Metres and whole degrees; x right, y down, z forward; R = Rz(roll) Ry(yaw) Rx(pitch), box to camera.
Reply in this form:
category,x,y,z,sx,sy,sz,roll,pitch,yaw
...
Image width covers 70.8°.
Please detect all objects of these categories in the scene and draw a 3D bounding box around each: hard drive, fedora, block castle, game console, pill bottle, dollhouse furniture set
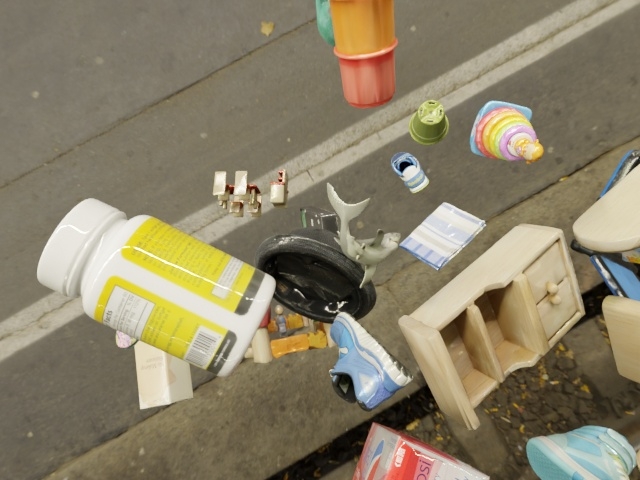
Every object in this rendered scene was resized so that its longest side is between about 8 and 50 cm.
category,x,y,z,sx,sy,sz,roll,pitch,yaw
hard drive,0.000,0.000,1.680,0.064,0.339,0.236,-9,100,-14
fedora,-0.002,0.071,1.191,0.334,0.334,0.152,22,47,2
block castle,-0.119,0.222,1.456,0.303,0.453,0.212,-9,91,-13
game console,0.552,0.026,0.732,0.173,0.293,0.250,36,107,43
pill bottle,-0.163,0.047,0.469,0.208,0.119,0.119,28,86,-8
dollhouse furniture set,-0.255,-0.191,1.702,0.259,0.262,0.135,0,75,5
dollhouse furniture set,0.321,0.135,0.488,0.256,0.394,0.362,-36,114,-17

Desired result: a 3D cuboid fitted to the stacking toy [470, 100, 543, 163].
category,x,y,z,sx,sy,sz,roll,pitch,yaw
stacking toy,0.567,-0.290,1.316,0.166,0.302,0.175,9,117,-5

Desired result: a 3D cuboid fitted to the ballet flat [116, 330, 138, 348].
category,x,y,z,sx,sy,sz,roll,pitch,yaw
ballet flat,-0.471,0.174,1.165,0.077,0.221,0.079,2,127,10

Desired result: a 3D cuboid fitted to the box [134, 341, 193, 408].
category,x,y,z,sx,sy,sz,roll,pitch,yaw
box,-0.565,0.427,1.612,0.148,0.121,0.311,-19,74,20

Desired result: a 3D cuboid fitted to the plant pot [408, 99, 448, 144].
category,x,y,z,sx,sy,sz,roll,pitch,yaw
plant pot,0.224,-0.248,0.923,0.083,0.079,0.083,-1,84,11

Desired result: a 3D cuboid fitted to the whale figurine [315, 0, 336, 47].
category,x,y,z,sx,sy,sz,roll,pitch,yaw
whale figurine,0.037,-0.652,1.254,0.141,0.216,0.272,-38,76,31

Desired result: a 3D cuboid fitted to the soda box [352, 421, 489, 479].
category,x,y,z,sx,sy,sz,roll,pitch,yaw
soda box,0.090,0.261,0.487,0.083,0.263,0.092,22,72,8

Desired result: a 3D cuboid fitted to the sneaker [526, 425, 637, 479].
category,x,y,z,sx,sy,sz,roll,pitch,yaw
sneaker,0.622,0.502,0.941,0.208,0.319,0.127,-13,110,-14

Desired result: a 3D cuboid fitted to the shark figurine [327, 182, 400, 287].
category,x,y,z,sx,sy,sz,roll,pitch,yaw
shark figurine,0.069,-0.003,1.025,0.116,0.278,0.166,31,87,38

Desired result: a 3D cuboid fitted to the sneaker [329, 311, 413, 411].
category,x,y,z,sx,sy,sz,roll,pitch,yaw
sneaker,0.070,0.268,1.011,0.147,0.330,0.130,-45,104,-4

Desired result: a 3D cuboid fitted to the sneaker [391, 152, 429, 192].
category,x,y,z,sx,sy,sz,roll,pitch,yaw
sneaker,0.176,-0.155,0.930,0.053,0.144,0.059,-40,121,12

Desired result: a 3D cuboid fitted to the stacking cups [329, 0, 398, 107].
category,x,y,z,sx,sy,sz,roll,pitch,yaw
stacking cups,0.030,-0.294,0.460,0.096,0.316,0.096,-5,42,4

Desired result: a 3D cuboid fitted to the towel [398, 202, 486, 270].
category,x,y,z,sx,sy,sz,roll,pitch,yaw
towel,0.476,-0.025,1.761,0.285,0.034,0.209,-41,50,-16
